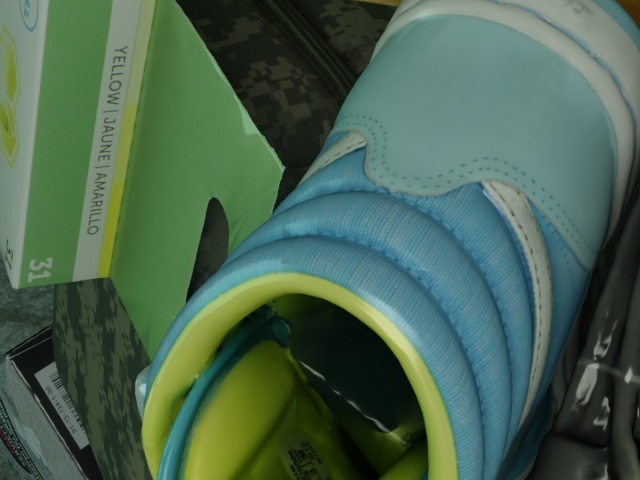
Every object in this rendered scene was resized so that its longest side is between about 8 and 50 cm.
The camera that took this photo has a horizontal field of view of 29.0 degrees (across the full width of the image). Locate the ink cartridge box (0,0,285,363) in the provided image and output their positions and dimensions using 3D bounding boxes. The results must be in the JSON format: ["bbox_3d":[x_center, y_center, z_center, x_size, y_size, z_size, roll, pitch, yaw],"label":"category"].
[{"bbox_3d":[-0.099,-0.041,0.528,0.235,0.056,0.171,61,146,39],"label":"ink cartridge box"}]

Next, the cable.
[{"bbox_3d":[0.104,0.070,0.384,0.287,0.072,0.139,-69,-17,-3],"label":"cable"}]

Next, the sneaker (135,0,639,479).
[{"bbox_3d":[0.015,0.075,0.453,0.208,0.127,0.319,-52,-26,-38],"label":"sneaker"}]

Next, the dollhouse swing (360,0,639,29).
[{"bbox_3d":[0.034,-0.298,0.548,0.305,0.315,0.347,-138,54,-59],"label":"dollhouse swing"}]

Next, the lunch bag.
[{"bbox_3d":[0.000,0.000,0.691,0.212,0.256,0.305,49,140,47],"label":"lunch bag"}]

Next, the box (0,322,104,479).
[{"bbox_3d":[-0.113,0.156,0.869,0.163,0.247,0.142,-34,4,-32],"label":"box"}]
